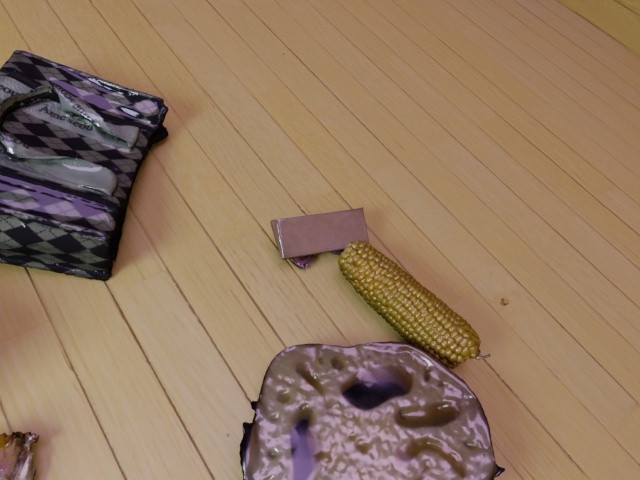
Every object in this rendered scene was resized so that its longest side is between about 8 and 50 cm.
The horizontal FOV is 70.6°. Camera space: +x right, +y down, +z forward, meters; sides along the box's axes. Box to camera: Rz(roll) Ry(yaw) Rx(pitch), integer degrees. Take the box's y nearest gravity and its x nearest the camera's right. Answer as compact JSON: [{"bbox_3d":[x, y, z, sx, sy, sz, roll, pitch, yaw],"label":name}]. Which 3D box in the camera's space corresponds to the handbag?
[{"bbox_3d":[-0.470,-0.151,0.827,0.316,0.180,0.416,11,49,-16],"label":"handbag"}]

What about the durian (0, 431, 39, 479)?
[{"bbox_3d":[-0.500,0.365,0.506,0.195,0.185,0.305,-2,62,14],"label":"durian"}]

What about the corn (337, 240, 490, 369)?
[{"bbox_3d":[0.158,0.122,0.817,0.310,0.101,0.101,39,57,17],"label":"corn"}]

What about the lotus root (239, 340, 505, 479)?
[{"bbox_3d":[0.057,0.310,0.663,0.390,0.111,0.375,-32,66,-26],"label":"lotus root"}]

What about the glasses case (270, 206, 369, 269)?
[{"bbox_3d":[0.000,0.000,0.893,0.193,0.070,0.103,-10,87,-21],"label":"glasses case"}]
